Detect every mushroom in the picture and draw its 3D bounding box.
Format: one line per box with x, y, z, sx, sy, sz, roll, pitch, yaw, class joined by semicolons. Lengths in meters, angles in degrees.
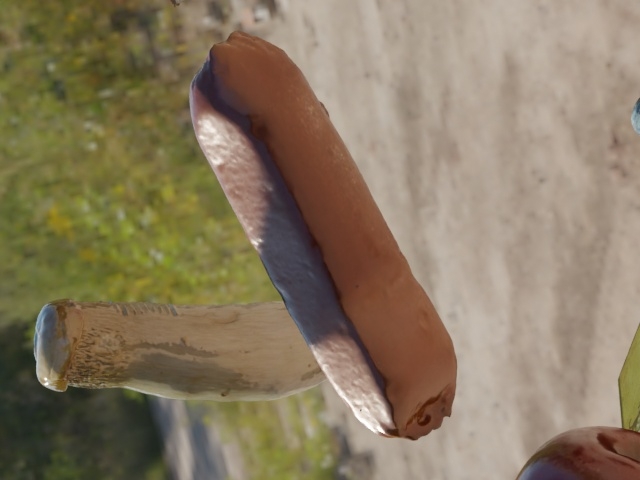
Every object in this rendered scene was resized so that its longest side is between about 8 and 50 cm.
-0.110;0.098;1.651;0.123;0.351;0.095;38;120;54;mushroom

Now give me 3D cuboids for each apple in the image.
0.320;0.318;1.811;0.260;0.260;0.217;-137;55;-70;apple

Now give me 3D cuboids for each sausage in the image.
0.001;0.000;1.339;0.094;0.097;0.348;-12;110;51;sausage

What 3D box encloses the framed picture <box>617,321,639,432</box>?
0.417;0.138;2.131;0.339;0.014;0.255;-69;-3;-67;framed picture

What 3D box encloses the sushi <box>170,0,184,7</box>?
-0.200;-0.481;2.333;0.279;0.192;0.043;58;162;-14;sushi

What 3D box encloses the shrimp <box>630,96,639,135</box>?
0.443;-0.130;1.956;0.233;0.079;0.090;21;161;51;shrimp
